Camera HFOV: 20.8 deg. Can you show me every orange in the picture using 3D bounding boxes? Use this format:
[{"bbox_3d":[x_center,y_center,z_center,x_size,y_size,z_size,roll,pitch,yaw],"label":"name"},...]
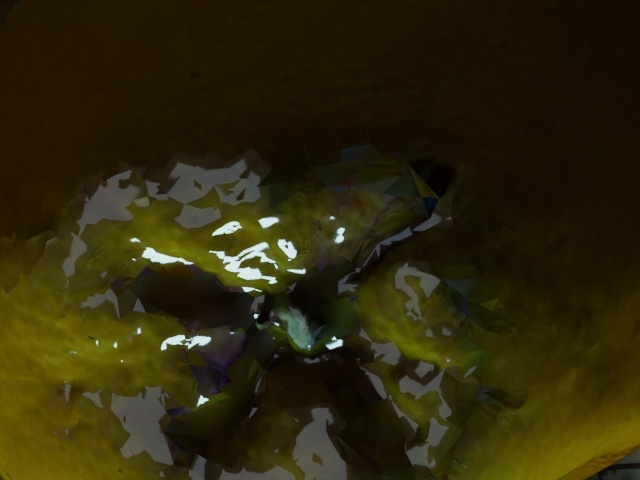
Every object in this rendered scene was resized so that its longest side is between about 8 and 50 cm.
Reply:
[{"bbox_3d":[0.000,0.000,0.526,0.249,0.183,0.249,0,93,3],"label":"orange"}]

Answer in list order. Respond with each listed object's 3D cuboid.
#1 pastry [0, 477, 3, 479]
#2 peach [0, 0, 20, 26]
[{"bbox_3d":[-0.087,0.126,0.688,0.165,0.088,0.166,17,140,15],"label":"pastry"},{"bbox_3d":[-0.144,-0.041,0.667,0.232,0.232,0.233,4,96,40],"label":"peach"}]
